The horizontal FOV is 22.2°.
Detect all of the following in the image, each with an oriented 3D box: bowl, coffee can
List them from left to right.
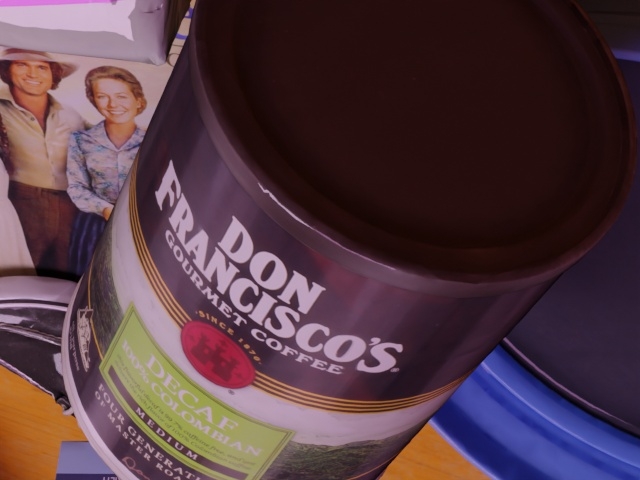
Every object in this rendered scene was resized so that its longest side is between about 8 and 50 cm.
[{"bbox_3d":[0.000,0.000,0.794,0.201,0.201,0.275,20,144,-9],"label":"coffee can"},{"bbox_3d":[0.194,0.033,0.908,0.391,0.077,0.391,22,140,19],"label":"bowl"}]

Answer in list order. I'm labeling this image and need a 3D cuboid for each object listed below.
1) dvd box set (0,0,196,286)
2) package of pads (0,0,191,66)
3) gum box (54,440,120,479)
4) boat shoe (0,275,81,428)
[{"bbox_3d":[-0.136,-0.074,0.957,0.307,0.062,0.420,9,139,2],"label":"dvd box set"},{"bbox_3d":[-0.171,-0.232,0.704,0.229,0.101,0.296,6,119,3],"label":"package of pads"},{"bbox_3d":[-0.094,0.198,1.230,0.157,0.041,0.184,-1,155,14],"label":"gum box"},{"bbox_3d":[-0.131,0.083,1.033,0.219,0.070,0.078,15,139,-5],"label":"boat shoe"}]
